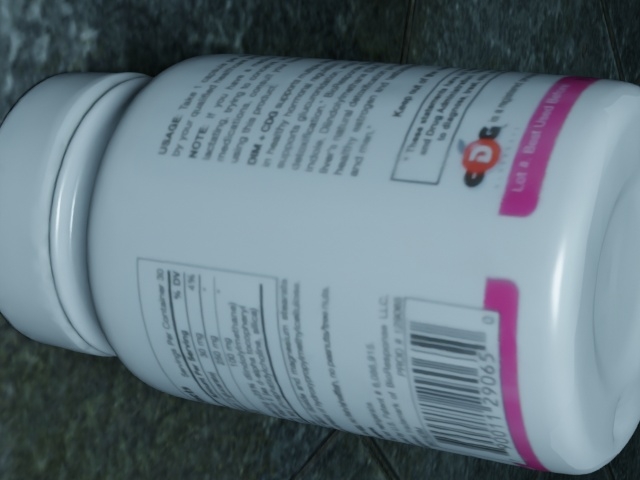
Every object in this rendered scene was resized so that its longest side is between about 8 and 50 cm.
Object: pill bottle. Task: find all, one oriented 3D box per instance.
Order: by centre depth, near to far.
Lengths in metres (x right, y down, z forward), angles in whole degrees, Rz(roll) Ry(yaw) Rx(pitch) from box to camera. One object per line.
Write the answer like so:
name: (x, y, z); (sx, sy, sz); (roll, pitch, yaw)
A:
pill bottle: (0.000, 0.000, 0.631); (0.160, 0.283, 0.160); (-26, 120, -58)
